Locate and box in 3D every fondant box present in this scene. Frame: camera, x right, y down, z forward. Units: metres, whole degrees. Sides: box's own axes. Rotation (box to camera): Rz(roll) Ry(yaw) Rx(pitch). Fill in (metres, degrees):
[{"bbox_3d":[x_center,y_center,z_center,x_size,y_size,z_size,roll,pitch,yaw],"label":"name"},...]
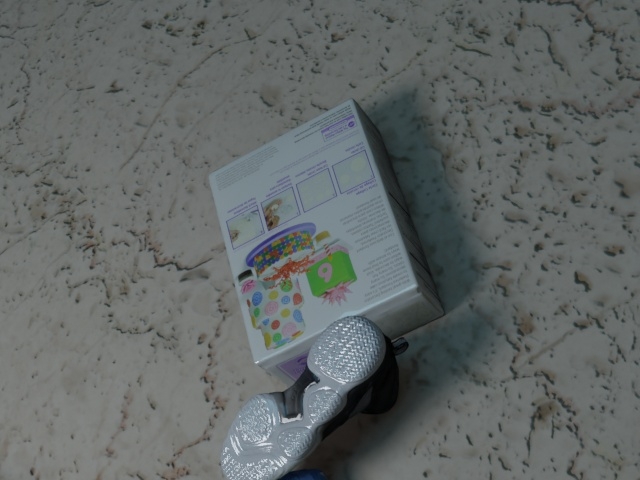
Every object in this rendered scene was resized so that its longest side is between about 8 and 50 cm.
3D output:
[{"bbox_3d":[0.000,0.000,1.761,0.238,0.096,0.330,-27,52,14],"label":"fondant box"}]

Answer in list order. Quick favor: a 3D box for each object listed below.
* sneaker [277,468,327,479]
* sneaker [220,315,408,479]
[{"bbox_3d":[-0.076,0.361,1.615,0.240,0.091,0.126,-28,34,14],"label":"sneaker"},{"bbox_3d":[0.004,0.208,1.609,0.268,0.153,0.101,-47,62,13],"label":"sneaker"}]
